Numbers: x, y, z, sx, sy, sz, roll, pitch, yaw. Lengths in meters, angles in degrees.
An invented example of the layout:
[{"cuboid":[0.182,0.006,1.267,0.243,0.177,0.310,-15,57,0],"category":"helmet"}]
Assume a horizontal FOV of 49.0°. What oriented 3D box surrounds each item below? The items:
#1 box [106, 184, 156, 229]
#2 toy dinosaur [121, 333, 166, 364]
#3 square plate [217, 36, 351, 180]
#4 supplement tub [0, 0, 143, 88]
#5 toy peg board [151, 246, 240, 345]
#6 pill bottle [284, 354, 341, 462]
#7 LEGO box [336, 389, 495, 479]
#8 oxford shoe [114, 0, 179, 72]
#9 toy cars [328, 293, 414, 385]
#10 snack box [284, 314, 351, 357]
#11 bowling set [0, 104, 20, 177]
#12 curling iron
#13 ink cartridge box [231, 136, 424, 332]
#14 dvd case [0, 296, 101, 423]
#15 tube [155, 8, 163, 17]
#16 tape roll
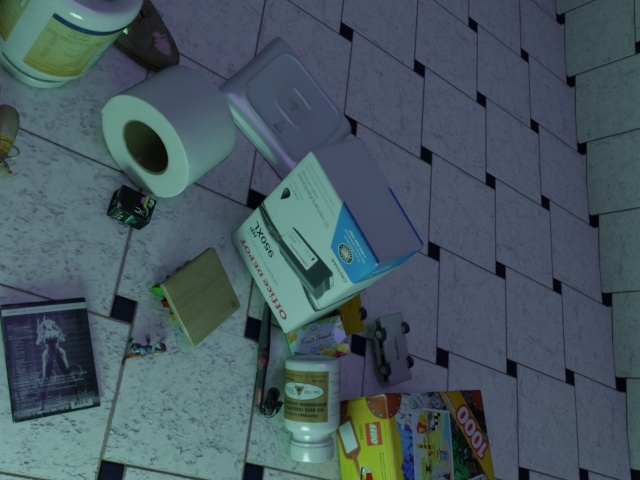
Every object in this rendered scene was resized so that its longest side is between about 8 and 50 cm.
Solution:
[{"cuboid":[-0.413,-0.072,1.536,0.083,0.052,0.062,28,56,-29],"category":"box"},{"cuboid":[-0.367,0.229,1.485,0.082,0.047,0.090,35,87,-37],"category":"toy dinosaur"},{"cuboid":[-0.081,-0.357,1.936,0.347,0.049,0.344,50,48,-15],"category":"square plate"},{"cuboid":[-0.519,-0.462,1.412,0.228,0.316,0.229,16,64,-36],"category":"supplement tub"},{"cuboid":[-0.284,0.124,1.571,0.161,0.079,0.161,-41,117,-42],"category":"toy peg board"},{"cuboid":[-0.019,0.387,1.629,0.131,0.131,0.230,3,87,-40],"category":"pill bottle"},{"cuboid":[0.252,0.636,1.743,0.372,0.193,0.501,7,69,-39],"category":"LEGO box"},{"cuboid":[-0.442,-0.531,1.608,0.348,0.130,0.123,48,70,-26],"category":"oxford shoe"},{"cuboid":[0.117,0.221,1.864,0.394,0.087,0.176,47,61,-22],"category":"toy cars"},{"cuboid":[-0.007,0.251,1.727,0.141,0.037,0.100,-17,82,-9],"category":"snack box"},{"cuboid":[-0.678,-0.241,1.282,0.286,0.199,0.154,14,66,-32],"category":"bowling set"},{"cuboid":[-0.126,0.280,1.662,0.068,0.035,0.274,12,67,-42],"category":"curling iron"},{"cuboid":[0.000,0.000,1.605,0.166,0.395,0.286,-21,76,-41],"category":"ink cartridge box"},{"cuboid":[-0.520,0.225,1.354,0.164,0.018,0.222,-3,76,-40],"category":"dvd case"},{"cuboid":[-0.475,-0.591,1.688,0.207,0.052,0.080,42,66,-26],"category":"tube"},{"cuboid":[-0.330,-0.240,1.542,0.246,0.246,0.169,55,48,-10],"category":"tape roll"}]
